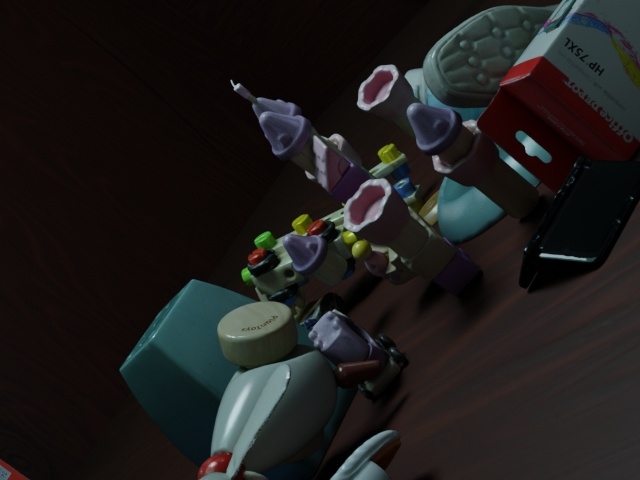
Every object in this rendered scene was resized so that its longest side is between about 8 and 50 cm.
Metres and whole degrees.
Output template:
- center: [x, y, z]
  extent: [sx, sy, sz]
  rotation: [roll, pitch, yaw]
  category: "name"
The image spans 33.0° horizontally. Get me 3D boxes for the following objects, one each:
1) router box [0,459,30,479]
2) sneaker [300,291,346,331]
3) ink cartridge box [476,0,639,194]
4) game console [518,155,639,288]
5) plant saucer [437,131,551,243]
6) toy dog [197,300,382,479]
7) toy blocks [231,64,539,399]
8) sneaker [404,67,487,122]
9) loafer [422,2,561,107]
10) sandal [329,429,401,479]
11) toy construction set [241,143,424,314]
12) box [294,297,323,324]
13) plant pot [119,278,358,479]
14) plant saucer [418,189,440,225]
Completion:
- center: [-0.369, 0.454, 1.258]
  extent: [0.335, 0.301, 0.082]
  rotation: [-47, 10, 21]
  category: "router box"
- center: [-0.011, 0.137, 1.575]
  extent: [0.135, 0.052, 0.058]
  rotation: [-46, -1, -40]
  category: "sneaker"
- center: [0.274, -0.166, 1.054]
  extent: [0.231, 0.134, 0.078]
  rotation: [-53, 10, -7]
  category: "ink cartridge box"
- center: [0.242, -0.012, 0.994]
  extent: [0.122, 0.071, 0.107]
  rotation: [-55, -21, -24]
  category: "game console"
- center: [0.246, -0.132, 1.361]
  extent: [0.317, 0.044, 0.317]
  rotation: [-50, 10, 12]
  category: "plant saucer"
- center: [-0.027, 0.190, 1.035]
  extent: [0.161, 0.220, 0.333]
  rotation: [-11, 42, 13]
  category: "toy dog"
- center: [0.022, -0.053, 1.217]
  extent: [0.309, 0.260, 0.288]
  rotation: [-51, 32, 7]
  category: "toy blocks"
- center: [0.238, -0.224, 1.632]
  extent: [0.150, 0.135, 0.366]
  rotation: [-2, 18, 20]
  category: "sneaker"
- center: [0.235, -0.200, 1.170]
  extent: [0.319, 0.112, 0.111]
  rotation: [-17, -9, -30]
  category: "loafer"
- center: [0.001, 0.268, 0.868]
  extent: [0.265, 0.076, 0.102]
  rotation: [-44, -20, -34]
  category: "sandal"
- center: [0.000, 0.000, 1.629]
  extent: [0.328, 0.151, 0.215]
  rotation: [-41, 14, 26]
  category: "toy construction set"
- center: [-0.051, 0.165, 1.726]
  extent: [0.164, 0.021, 0.201]
  rotation: [-54, 10, -18]
  category: "box"
- center: [-0.104, 0.170, 1.286]
  extent: [0.166, 0.234, 0.165]
  rotation: [-41, 14, 48]
  category: "plant pot"
- center: [0.161, -0.046, 1.532]
  extent: [0.083, 0.015, 0.083]
  rotation: [-50, 9, 10]
  category: "plant saucer"
